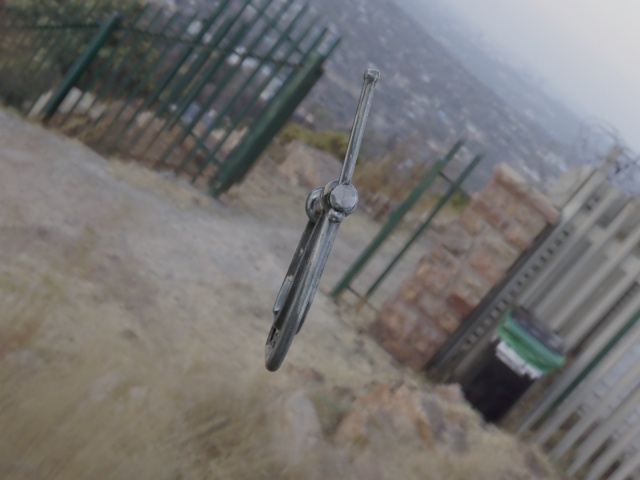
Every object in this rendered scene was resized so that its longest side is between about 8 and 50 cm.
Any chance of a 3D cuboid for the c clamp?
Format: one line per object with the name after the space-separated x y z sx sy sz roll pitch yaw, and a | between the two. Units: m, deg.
0.000 0.000 0.534 0.022 0.137 0.160 19 -7 -4 | c clamp
